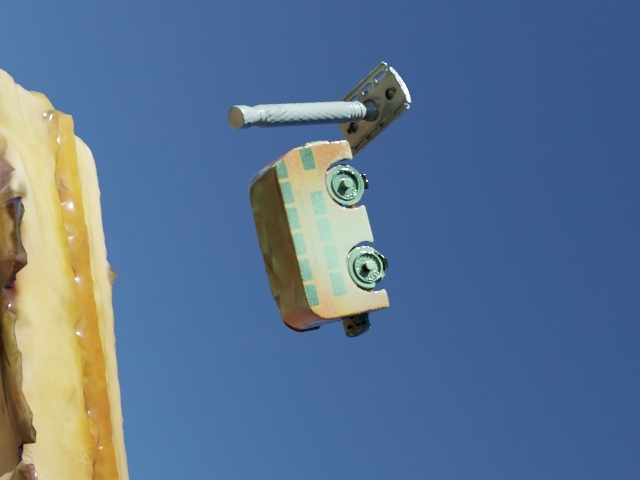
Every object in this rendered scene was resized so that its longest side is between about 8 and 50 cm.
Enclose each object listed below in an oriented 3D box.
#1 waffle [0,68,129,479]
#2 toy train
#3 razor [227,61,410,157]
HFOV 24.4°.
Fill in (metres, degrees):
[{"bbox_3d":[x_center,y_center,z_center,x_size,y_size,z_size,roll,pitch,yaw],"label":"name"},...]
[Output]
[{"bbox_3d":[-0.202,0.136,0.577,0.114,0.261,0.376,59,19,-65],"label":"waffle"},{"bbox_3d":[0.000,0.000,1.376,0.072,0.099,0.188,-24,-102,58],"label":"toy train"},{"bbox_3d":[-0.012,-0.142,1.624,0.106,0.232,0.068,-41,-112,36],"label":"razor"}]
